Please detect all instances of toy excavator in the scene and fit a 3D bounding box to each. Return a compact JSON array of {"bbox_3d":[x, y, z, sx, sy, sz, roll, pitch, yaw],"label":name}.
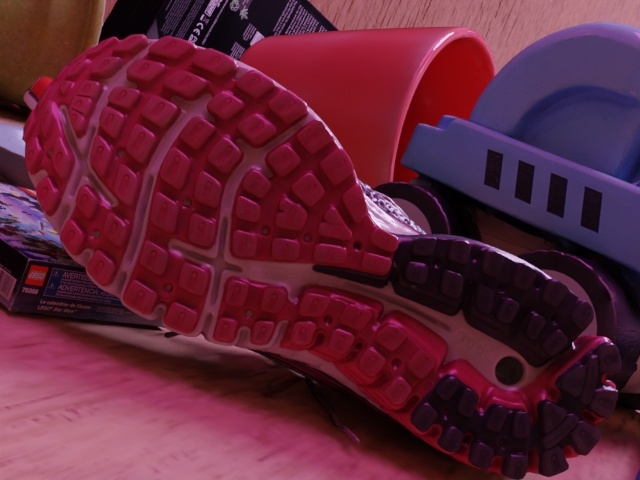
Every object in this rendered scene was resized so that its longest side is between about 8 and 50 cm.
[{"bbox_3d":[0.278,-0.081,0.692,0.433,0.445,0.222,28,10,39],"label":"toy excavator"}]

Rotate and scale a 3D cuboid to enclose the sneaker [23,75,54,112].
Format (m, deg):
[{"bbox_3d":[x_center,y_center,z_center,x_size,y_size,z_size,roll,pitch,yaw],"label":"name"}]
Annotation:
[{"bbox_3d":[-0.144,-0.110,0.940,0.279,0.118,0.107,21,7,-12],"label":"sneaker"}]

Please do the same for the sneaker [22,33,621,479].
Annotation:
[{"bbox_3d":[-0.009,0.018,0.466,0.299,0.121,0.112,35,-10,-5],"label":"sneaker"}]

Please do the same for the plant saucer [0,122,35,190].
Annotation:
[{"bbox_3d":[-0.151,-0.035,0.676,0.194,0.037,0.195,20,7,-3],"label":"plant saucer"}]

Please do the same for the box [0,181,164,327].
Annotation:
[{"bbox_3d":[-0.146,0.001,0.484,0.137,0.027,0.094,28,8,37],"label":"box"}]

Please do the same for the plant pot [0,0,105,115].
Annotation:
[{"bbox_3d":[-0.390,-0.273,0.972,0.253,0.276,0.276,1,19,-40],"label":"plant pot"}]

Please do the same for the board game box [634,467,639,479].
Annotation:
[{"bbox_3d":[0.276,0.152,0.568,0.160,0.047,0.210,25,8,23],"label":"board game box"}]

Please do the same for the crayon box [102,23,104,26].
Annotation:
[{"bbox_3d":[-0.390,-0.283,1.354,0.165,0.081,0.278,12,-4,12],"label":"crayon box"}]

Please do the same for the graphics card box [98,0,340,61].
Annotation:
[{"bbox_3d":[-0.105,-0.232,1.256,0.094,0.233,0.371,29,-1,38],"label":"graphics card box"}]

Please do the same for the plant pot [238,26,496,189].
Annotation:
[{"bbox_3d":[0.035,-0.114,1.073,0.243,0.275,0.275,15,3,28],"label":"plant pot"}]
